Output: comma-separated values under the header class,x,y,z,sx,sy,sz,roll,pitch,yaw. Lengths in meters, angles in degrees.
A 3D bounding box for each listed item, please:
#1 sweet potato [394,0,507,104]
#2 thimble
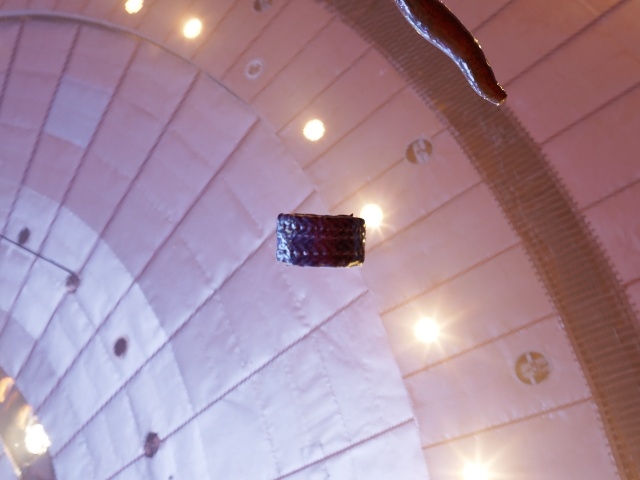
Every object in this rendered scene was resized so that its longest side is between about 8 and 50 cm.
class,x,y,z,sx,sy,sz,roll,pitch,yaw
sweet potato,0.185,-0.304,1.145,0.057,0.057,0.264,-44,-99,2
thimble,0.003,0.000,0.921,0.105,0.095,0.066,3,-86,9
